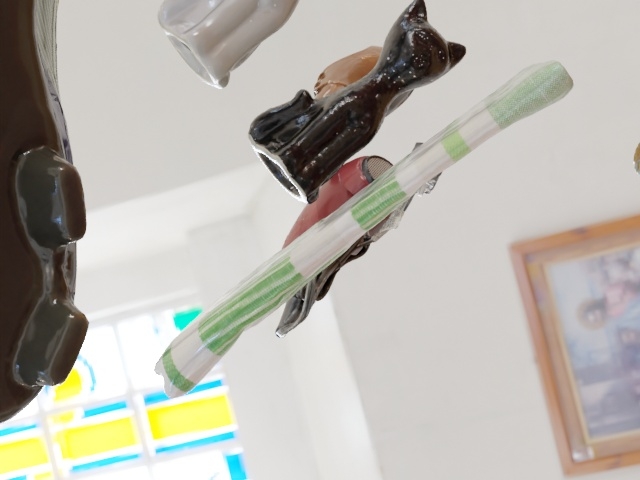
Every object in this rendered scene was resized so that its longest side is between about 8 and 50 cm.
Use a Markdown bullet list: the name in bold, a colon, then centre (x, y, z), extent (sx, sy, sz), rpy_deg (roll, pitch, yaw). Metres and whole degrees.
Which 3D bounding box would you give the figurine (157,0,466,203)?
- **figurine**: centre (0.000, -0.179, 1.046), extent (0.215, 0.209, 0.092), rpy_deg (52, 172, -21)

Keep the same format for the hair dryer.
- **hair dryer**: centre (0.000, 0.000, 1.170), extent (0.080, 0.223, 0.293), rpy_deg (45, 165, 0)

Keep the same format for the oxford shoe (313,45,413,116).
- **oxford shoe**: centre (0.017, -0.149, 1.275), extent (0.212, 0.076, 0.076), rpy_deg (-36, -28, -40)

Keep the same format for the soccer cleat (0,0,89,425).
- **soccer cleat**: centre (-0.117, -0.088, 0.344), extent (0.093, 0.121, 0.289), rpy_deg (3, -87, -44)

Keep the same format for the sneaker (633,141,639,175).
- **sneaker**: centre (0.254, -0.065, 0.833), extent (0.037, 0.083, 0.032), rpy_deg (6, -109, -22)

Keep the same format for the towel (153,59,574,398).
- **towel**: centre (0.035, -0.016, 0.844), extent (0.038, 0.325, 0.248), rpy_deg (53, -169, -1)
